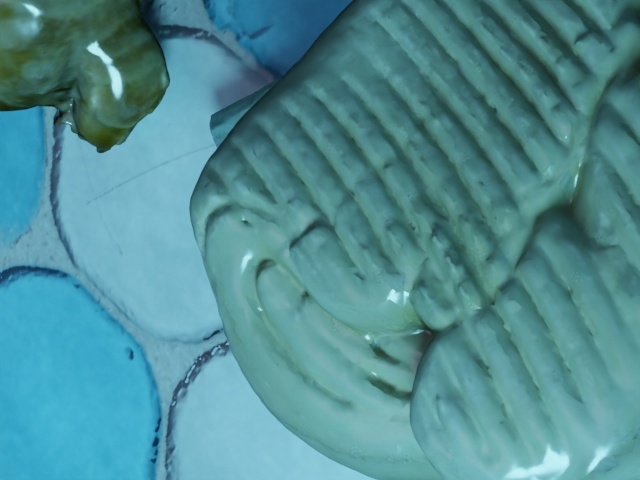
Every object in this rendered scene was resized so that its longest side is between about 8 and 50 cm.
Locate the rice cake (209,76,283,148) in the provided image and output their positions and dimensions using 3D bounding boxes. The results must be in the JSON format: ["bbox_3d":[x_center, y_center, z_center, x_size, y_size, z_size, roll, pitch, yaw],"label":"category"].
[{"bbox_3d":[0.000,0.001,1.134,0.080,0.042,0.221,-25,83,26],"label":"rice cake"}]

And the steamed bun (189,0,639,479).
[{"bbox_3d":[0.137,0.005,0.935,0.368,0.255,0.342,-34,58,1],"label":"steamed bun"}]

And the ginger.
[{"bbox_3d":[-0.238,-0.224,1.154,0.256,0.176,0.375,-25,104,28],"label":"ginger"}]
